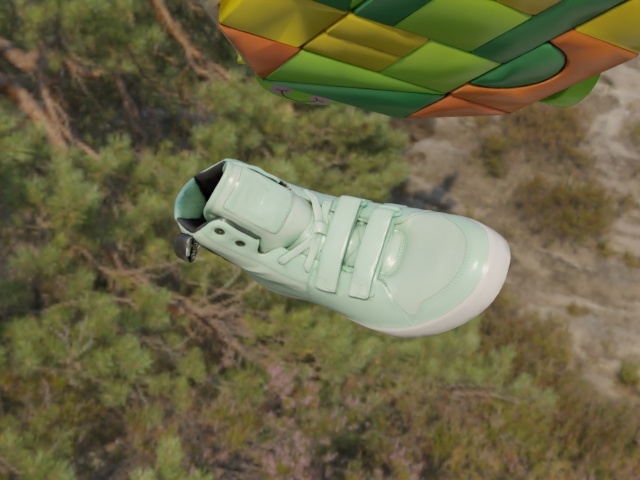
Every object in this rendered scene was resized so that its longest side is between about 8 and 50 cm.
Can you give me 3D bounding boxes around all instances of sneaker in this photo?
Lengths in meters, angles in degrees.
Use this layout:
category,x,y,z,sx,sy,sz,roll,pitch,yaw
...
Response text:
category,x,y,z,sx,sy,sz,roll,pitch,yaw
sneaker,0.000,0.000,0.651,0.256,0.094,0.151,3,-20,43

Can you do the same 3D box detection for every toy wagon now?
category,x,y,z,sx,sy,sz,roll,pitch,yaw
toy wagon,0.055,-0.129,0.480,0.267,0.068,0.344,11,-17,-28
